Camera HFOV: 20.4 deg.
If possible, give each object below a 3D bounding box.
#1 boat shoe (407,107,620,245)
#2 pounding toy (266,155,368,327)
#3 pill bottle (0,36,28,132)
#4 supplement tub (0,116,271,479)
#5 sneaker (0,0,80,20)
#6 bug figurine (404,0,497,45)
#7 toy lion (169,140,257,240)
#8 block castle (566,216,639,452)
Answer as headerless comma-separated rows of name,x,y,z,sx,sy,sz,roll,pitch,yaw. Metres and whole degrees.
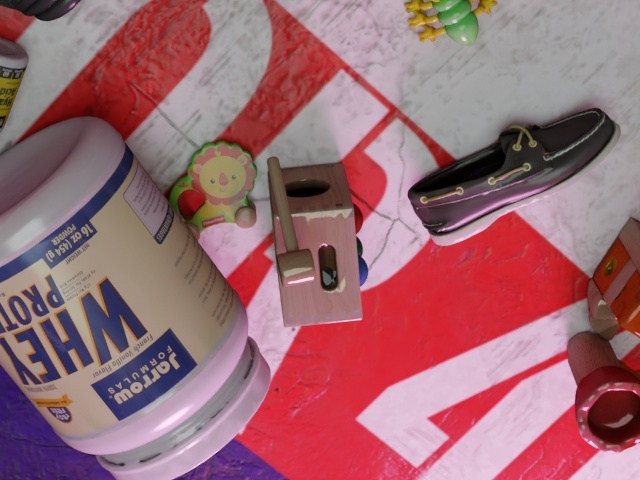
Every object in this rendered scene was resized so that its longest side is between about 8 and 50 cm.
boat shoe,0.199,-0.077,1.837,0.228,0.081,0.068,-30,116,11
pounding toy,0.000,-0.006,1.784,0.094,0.206,0.181,-6,114,-2
pill bottle,-0.339,-0.143,1.774,0.065,0.065,0.116,19,111,-12
supplement tub,-0.219,0.064,1.781,0.235,0.235,0.325,-32,112,9
sneaker,-0.235,-0.340,1.688,0.147,0.104,0.295,31,97,-36
bug figurine,0.151,-0.312,1.737,0.279,0.072,0.216,-29,113,8
toy lion,-0.112,-0.054,1.853,0.100,0.034,0.096,-17,107,3
block castle,0.484,0.062,1.850,0.303,0.213,0.453,27,109,-15
